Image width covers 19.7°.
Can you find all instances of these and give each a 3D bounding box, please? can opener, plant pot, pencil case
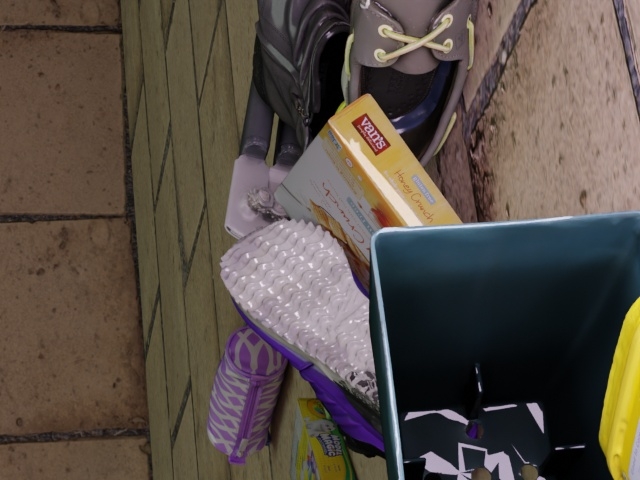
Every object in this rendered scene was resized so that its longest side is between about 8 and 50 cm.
[{"bbox_3d":[-0.058,-0.091,1.989,0.093,0.074,0.280,116,165,-51],"label":"can opener"},{"bbox_3d":[0.113,0.112,1.122,0.234,0.166,0.165,95,170,-64],"label":"plant pot"},{"bbox_3d":[-0.093,0.193,2.291,0.206,0.086,0.088,102,175,-49],"label":"pencil case"}]

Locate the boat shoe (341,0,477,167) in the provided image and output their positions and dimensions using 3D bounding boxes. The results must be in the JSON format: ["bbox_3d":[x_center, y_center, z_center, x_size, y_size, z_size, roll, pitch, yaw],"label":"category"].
[{"bbox_3d":[0.071,-0.162,1.426,0.305,0.109,0.091,96,167,-58],"label":"boat shoe"}]

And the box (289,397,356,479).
[{"bbox_3d":[0.003,0.257,1.942,0.179,0.043,0.105,-106,19,-59],"label":"box"}]

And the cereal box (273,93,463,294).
[{"bbox_3d":[0.046,-0.008,1.498,0.173,0.047,0.240,54,163,4],"label":"cereal box"}]

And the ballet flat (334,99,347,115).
[{"bbox_3d":[0.038,-0.032,1.708,0.077,0.077,0.231,-62,-21,-69],"label":"ballet flat"}]

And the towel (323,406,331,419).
[{"bbox_3d":[0.005,0.102,1.963,0.152,0.023,0.113,-103,16,-45],"label":"towel"}]

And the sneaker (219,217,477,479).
[{"bbox_3d":[0.022,0.104,1.507,0.293,0.102,0.146,41,156,40],"label":"sneaker"}]

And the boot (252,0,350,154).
[{"bbox_3d":[-0.002,-0.239,1.811,0.222,0.118,0.338,-119,19,-61],"label":"boot"}]

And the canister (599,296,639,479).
[{"bbox_3d":[0.201,0.116,0.888,0.170,0.073,0.126,-110,22,-54],"label":"canister"}]
